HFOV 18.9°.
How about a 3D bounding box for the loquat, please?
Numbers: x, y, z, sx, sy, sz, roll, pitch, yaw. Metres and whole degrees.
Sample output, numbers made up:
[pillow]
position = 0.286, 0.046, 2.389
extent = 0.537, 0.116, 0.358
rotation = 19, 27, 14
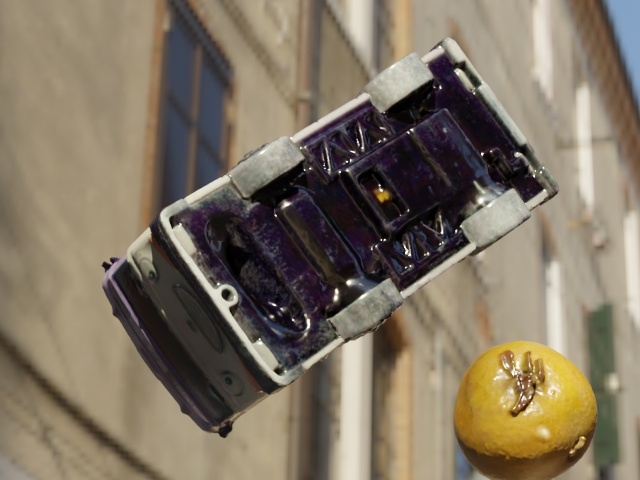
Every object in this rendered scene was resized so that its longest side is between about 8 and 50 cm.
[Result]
[loquat]
position = 0.188, 0.163, 1.778
extent = 0.141, 0.141, 0.141
rotation = 1, -27, 1

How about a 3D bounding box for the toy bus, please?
[toy bus]
position = 0.000, 0.000, 1.919
extent = 0.440, 0.209, 0.249
rotation = -34, -3, -39
